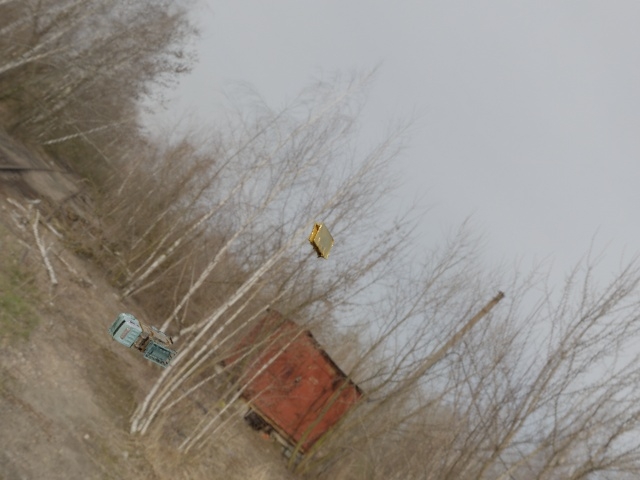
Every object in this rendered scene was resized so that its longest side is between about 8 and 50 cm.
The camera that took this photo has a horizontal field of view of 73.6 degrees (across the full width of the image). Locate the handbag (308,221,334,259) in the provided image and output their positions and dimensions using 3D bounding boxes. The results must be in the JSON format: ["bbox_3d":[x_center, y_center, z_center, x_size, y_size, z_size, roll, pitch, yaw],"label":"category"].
[{"bbox_3d":[0.000,0.000,1.013,0.027,0.061,0.083,8,-29,28],"label":"handbag"}]

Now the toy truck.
[{"bbox_3d":[-0.519,0.292,1.249,0.178,0.080,0.115,42,-11,-33],"label":"toy truck"}]
